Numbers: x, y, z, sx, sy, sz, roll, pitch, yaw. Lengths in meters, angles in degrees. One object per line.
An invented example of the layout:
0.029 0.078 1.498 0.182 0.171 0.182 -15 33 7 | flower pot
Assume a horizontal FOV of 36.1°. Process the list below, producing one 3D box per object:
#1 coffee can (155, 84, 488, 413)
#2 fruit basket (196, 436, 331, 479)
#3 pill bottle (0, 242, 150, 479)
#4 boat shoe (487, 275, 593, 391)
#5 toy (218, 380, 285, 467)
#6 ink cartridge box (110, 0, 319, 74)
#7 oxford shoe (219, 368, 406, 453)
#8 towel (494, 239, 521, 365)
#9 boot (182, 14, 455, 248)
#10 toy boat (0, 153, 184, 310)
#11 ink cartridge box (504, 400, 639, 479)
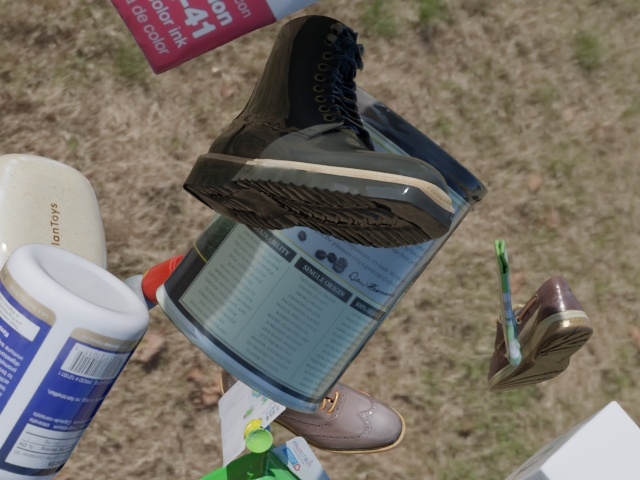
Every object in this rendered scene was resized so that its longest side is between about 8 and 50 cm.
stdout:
0.000 0.000 0.961 0.201 0.201 0.275 34 95 -36 | coffee can
-0.080 0.532 1.686 0.353 0.327 0.165 55 12 -22 | fruit basket
-0.298 0.148 0.978 0.153 0.153 0.264 26 100 -40 | pill bottle
0.366 0.167 1.712 0.123 0.342 0.123 -8 64 -11 | boat shoe
-0.102 0.280 1.605 0.056 0.237 0.137 43 97 -14 | toy
0.019 -0.242 0.516 0.226 0.306 0.131 -100 167 -53 | ink cartridge box
-0.014 0.304 1.816 0.364 0.132 0.130 15 66 1 | oxford shoe
0.270 0.088 1.406 0.113 0.023 0.152 -83 164 -63 | towel
0.010 -0.075 0.561 0.077 0.198 0.137 38 71 -42 | boot
-0.322 0.038 1.288 0.318 0.148 0.267 18 56 -39 | toy boat
0.437 0.439 1.649 0.197 0.270 0.198 -32 74 -28 | ink cartridge box
